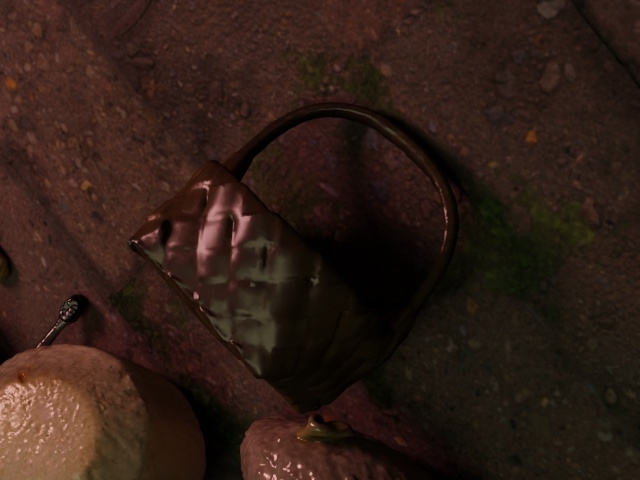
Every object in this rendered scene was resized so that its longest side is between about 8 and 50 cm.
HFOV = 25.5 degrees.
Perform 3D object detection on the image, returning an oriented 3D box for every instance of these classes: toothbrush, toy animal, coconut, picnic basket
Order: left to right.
[{"bbox_3d":[-0.416,0.190,1.912,0.030,0.030,0.297,40,94,6],"label":"toothbrush"},{"bbox_3d":[-0.298,0.279,1.830,0.328,0.329,0.329,11,115,26],"label":"coconut"},{"bbox_3d":[0.000,0.000,1.563,0.293,0.337,0.337,44,125,16],"label":"picnic basket"},{"bbox_3d":[0.043,0.327,1.672,0.358,0.226,0.188,27,86,16],"label":"toy animal"}]

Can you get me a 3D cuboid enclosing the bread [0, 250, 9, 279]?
[{"bbox_3d":[-0.467,0.021,1.959,0.049,0.033,0.088,-36,90,41],"label":"bread"}]
